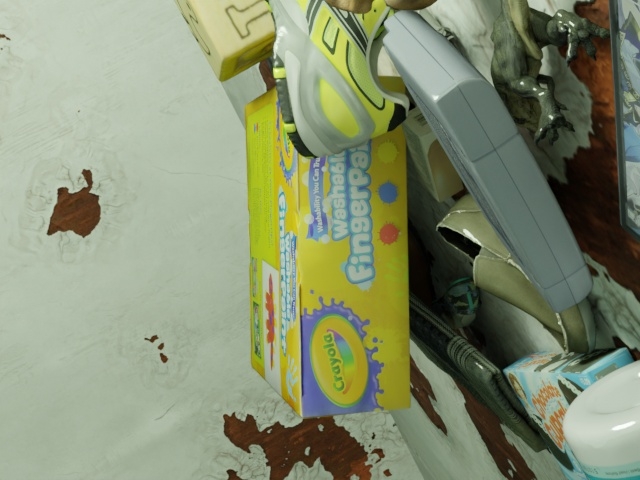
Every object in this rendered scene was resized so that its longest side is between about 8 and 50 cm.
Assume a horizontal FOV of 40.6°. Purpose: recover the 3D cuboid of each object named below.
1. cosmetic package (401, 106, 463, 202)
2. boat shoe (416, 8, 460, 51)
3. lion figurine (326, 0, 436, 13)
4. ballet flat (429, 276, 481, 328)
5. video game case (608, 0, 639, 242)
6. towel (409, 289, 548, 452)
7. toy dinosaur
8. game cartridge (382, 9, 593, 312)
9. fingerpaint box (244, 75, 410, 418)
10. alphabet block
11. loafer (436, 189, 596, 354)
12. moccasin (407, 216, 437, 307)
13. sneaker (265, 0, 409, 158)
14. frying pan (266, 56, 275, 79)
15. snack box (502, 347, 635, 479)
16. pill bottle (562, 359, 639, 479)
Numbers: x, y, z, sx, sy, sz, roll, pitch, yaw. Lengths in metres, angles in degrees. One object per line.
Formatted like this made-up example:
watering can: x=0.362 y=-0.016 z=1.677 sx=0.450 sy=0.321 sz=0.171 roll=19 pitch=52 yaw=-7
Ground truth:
cosmetic package: x=0.144 y=-0.112 z=1.111 sx=0.060 sy=0.041 sz=0.115 roll=53 pitch=170 yaw=46
boat shoe: x=0.127 y=-0.209 z=0.907 sx=0.035 sy=0.035 sz=0.100 roll=-34 pitch=81 yaw=55
lion figurine: x=0.044 y=-0.323 z=0.733 sx=0.392 sy=0.142 sz=0.240 roll=48 pitch=175 yaw=-40
ballet flat: x=0.214 y=0.109 z=1.371 sx=0.070 sy=0.070 sz=0.188 roll=59 pitch=174 yaw=12
video game case: x=0.282 y=-0.023 z=0.534 sx=0.275 sy=0.035 sz=0.248 roll=53 pitch=170 yaw=45
towel: x=0.224 y=0.185 z=1.405 sx=0.312 sy=0.056 sz=0.324 roll=40 pitch=173 yaw=41
toy dinosaur: x=0.172 y=-0.155 z=0.693 sx=0.268 sy=0.064 sz=0.118 roll=75 pitch=171 yaw=-51
game cartridge: x=0.164 y=-0.067 z=0.821 sx=0.294 sy=0.060 sz=0.196 roll=52 pitch=-168 yaw=-37
fingerpaint box: x=0.000 y=0.000 z=1.287 sx=0.371 sy=0.163 sz=0.445 roll=-174 pitch=82 yaw=-75
alphabet block: x=-0.106 y=-0.368 z=1.233 sx=0.197 sy=0.193 sz=0.192 roll=61 pitch=174 yaw=-4
loafer: x=0.221 y=0.043 z=1.000 sx=0.251 sy=0.087 sz=0.094 roll=55 pitch=171 yaw=38
moccasin: x=0.110 y=0.047 z=1.541 sx=0.139 sy=0.147 sz=0.380 roll=57 pitch=172 yaw=40
sneaker: x=0.011 y=-0.295 z=1.009 sx=0.145 sy=0.147 sz=0.385 roll=-51 pitch=-49 yaw=-75
frying pan: x=-0.086 y=-0.369 z=1.690 sx=0.326 sy=0.053 sz=0.197 roll=54 pitch=170 yaw=21
snack box: x=0.334 y=0.226 z=1.052 sx=0.187 sy=0.060 sz=0.322 roll=60 pitch=173 yaw=6
pill bottle: x=0.336 y=0.243 z=0.761 sx=0.264 sy=0.146 sz=0.146 roll=61 pitch=173 yaw=-3
